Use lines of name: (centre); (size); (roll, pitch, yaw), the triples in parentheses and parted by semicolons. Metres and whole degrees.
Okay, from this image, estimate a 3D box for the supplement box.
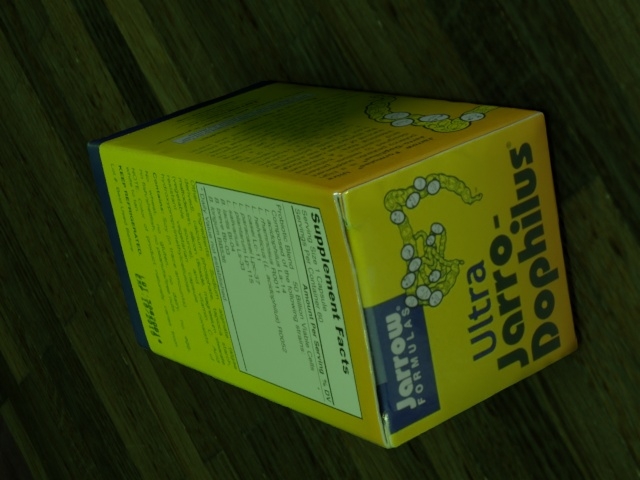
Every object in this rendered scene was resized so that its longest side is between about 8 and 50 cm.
supplement box: (0.000, 0.000, 1.177); (0.356, 0.195, 0.194); (15, 122, 52)
